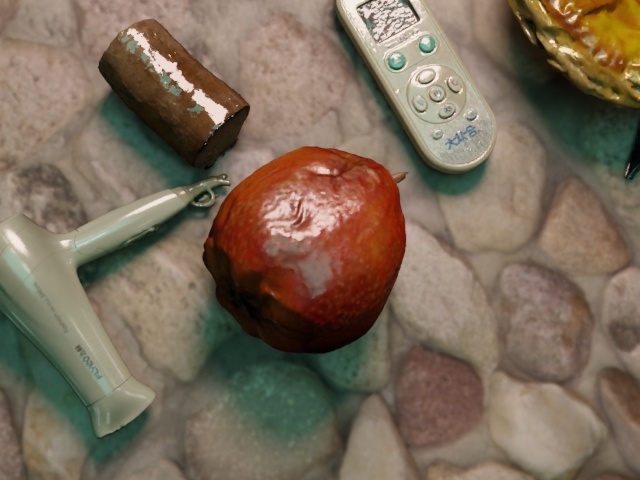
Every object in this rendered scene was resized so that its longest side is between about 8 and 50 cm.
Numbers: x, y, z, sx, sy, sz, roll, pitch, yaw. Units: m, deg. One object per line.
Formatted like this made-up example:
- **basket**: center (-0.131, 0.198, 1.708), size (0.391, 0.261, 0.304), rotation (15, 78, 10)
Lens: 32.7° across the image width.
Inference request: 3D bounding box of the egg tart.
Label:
- **egg tart**: center (0.299, -0.248, 1.006), size (0.294, 0.116, 0.295), rotation (1, 82, -6)

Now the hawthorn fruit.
- **hawthorn fruit**: center (-0.012, 0.007, 0.942), size (0.173, 0.173, 0.179), rotation (17, 57, -2)

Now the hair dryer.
- **hair dryer**: center (-0.162, 0.027, 0.977), size (0.237, 0.075, 0.206), rotation (-38, 95, -15)

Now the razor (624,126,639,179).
- **razor**: center (0.387, -0.058, 1.031), size (0.190, 0.033, 0.066), rotation (20, 83, -2)

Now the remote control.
- **remote control**: center (0.088, -0.162, 1.017), size (0.078, 0.042, 0.221), rotation (-30, 86, -6)

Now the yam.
- **yam**: center (-0.129, -0.132, 0.978), size (0.084, 0.084, 0.127), rotation (-44, 86, -7)
